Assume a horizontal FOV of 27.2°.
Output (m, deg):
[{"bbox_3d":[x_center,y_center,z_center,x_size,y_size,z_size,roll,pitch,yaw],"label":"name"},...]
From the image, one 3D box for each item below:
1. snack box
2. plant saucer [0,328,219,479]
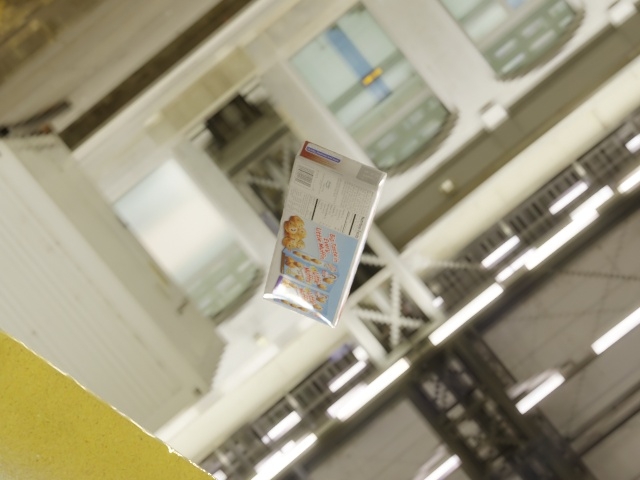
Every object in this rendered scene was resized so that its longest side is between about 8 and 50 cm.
[{"bbox_3d":[0.000,0.000,0.995,0.178,0.064,0.022,106,8,-52],"label":"snack box"},{"bbox_3d":[-0.280,0.187,1.000,0.333,0.333,0.081,-11,-126,29],"label":"plant saucer"}]
